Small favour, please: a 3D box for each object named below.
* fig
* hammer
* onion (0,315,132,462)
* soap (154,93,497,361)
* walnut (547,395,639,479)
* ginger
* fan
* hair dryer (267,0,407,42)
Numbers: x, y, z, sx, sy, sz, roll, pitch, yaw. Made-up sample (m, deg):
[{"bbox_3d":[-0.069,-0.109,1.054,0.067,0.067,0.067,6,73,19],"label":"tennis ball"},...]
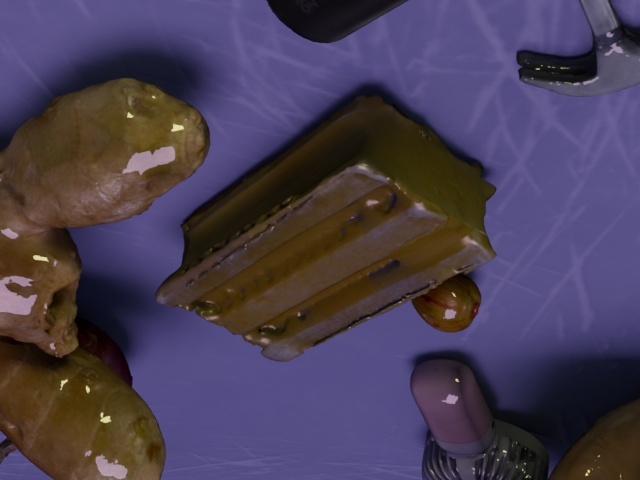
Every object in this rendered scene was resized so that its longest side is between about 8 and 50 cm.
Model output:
[{"bbox_3d":[0.089,0.046,0.679,0.083,0.050,0.050,11,145,29],"label":"fig"},{"bbox_3d":[0.117,-0.169,0.430,0.103,0.029,0.246,-20,132,27],"label":"hammer"},{"bbox_3d":[-0.258,0.141,0.753,0.150,0.140,0.150,12,140,10],"label":"onion"},{"bbox_3d":[0.000,0.001,0.608,0.135,0.076,0.233,32,134,-29],"label":"soap"},{"bbox_3d":[0.336,0.312,0.714,0.384,0.383,0.383,3,140,3],"label":"walnut"},{"bbox_3d":[-0.262,0.021,0.607,0.348,0.122,0.363,16,131,7],"label":"ginger"},{"bbox_3d":[0.152,0.200,0.837,0.130,0.074,0.244,-2,136,27],"label":"fan"},{"bbox_3d":[0.004,-0.219,0.339,0.196,0.078,0.248,-20,124,42],"label":"hair dryer"}]
